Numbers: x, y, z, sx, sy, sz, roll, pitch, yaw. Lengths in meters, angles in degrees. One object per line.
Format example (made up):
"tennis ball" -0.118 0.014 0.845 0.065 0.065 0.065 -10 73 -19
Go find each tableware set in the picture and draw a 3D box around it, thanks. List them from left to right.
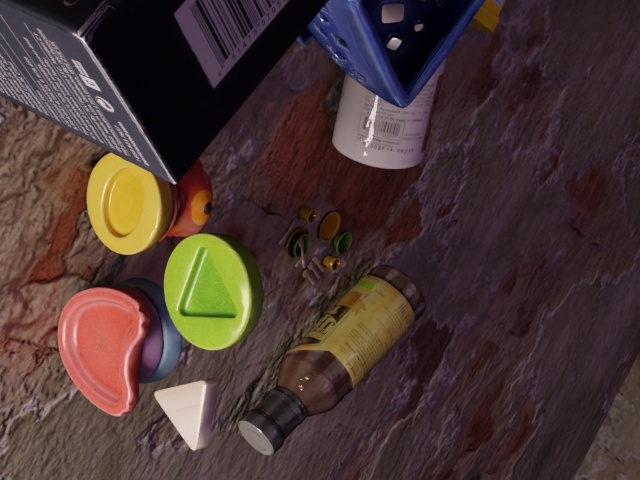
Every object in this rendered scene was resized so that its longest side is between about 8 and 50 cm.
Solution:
"tableware set" 0.000 0.000 2.263 0.104 0.024 0.154 -56 147 -12

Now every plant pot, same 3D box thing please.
"plant pot" 0.055 -0.340 1.907 0.236 0.212 0.236 -54 148 -14

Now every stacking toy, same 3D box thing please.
"stacking toy" -0.160 0.069 1.847 0.130 0.279 0.309 -10 125 -51

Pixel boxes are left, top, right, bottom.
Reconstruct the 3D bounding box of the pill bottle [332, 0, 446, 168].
"pill bottle" 0.100 -0.224 2.138 0.131 0.131 0.229 -18 127 -49

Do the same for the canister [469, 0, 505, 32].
"canister" 0.239 -0.399 2.265 0.126 0.073 0.170 20 95 -59

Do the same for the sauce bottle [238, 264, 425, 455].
"sauce bottle" 0.015 0.178 2.336 0.344 0.111 0.111 -44 144 -29

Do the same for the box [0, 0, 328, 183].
"box" -0.212 -0.280 1.387 0.293 0.395 0.212 -53 146 -17
